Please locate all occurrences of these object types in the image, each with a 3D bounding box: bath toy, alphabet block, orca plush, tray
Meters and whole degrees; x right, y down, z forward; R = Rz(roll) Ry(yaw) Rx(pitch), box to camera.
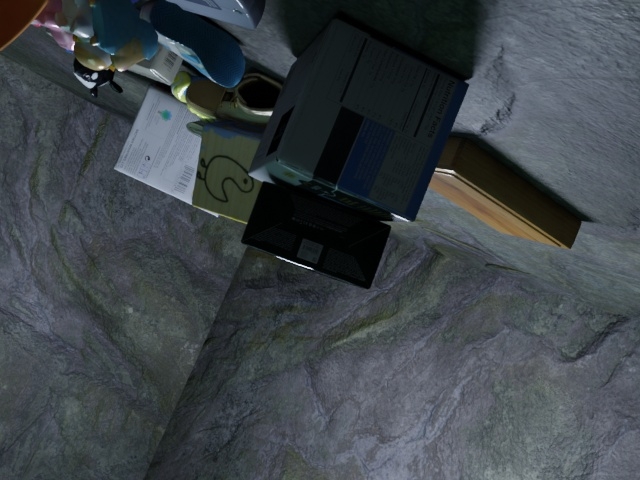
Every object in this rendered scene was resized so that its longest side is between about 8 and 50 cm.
[{"bbox_3d":[-0.446,-0.405,1.393,0.348,0.152,0.129,28,-150,33],"label":"bath toy"},{"bbox_3d":[-0.163,-0.163,1.799,0.192,0.197,0.193,18,-162,22],"label":"alphabet block"},{"bbox_3d":[-0.588,-0.465,2.139,0.102,0.151,0.287,-8,171,3],"label":"orca plush"},{"bbox_3d":[0.346,-0.101,1.618,0.410,0.076,0.202,28,175,-36],"label":"tray"}]

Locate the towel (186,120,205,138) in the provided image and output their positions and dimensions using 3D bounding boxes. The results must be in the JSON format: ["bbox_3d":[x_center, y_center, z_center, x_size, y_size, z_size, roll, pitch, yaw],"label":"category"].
[{"bbox_3d":[-0.206,-0.279,2.054,0.209,0.034,0.285,23,-161,14],"label":"towel"}]

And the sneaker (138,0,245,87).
[{"bbox_3d":[-0.233,-0.370,1.433,0.228,0.087,0.092,36,176,-39],"label":"sneaker"}]

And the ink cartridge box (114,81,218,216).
[{"bbox_3d":[-0.361,-0.251,2.252,0.395,0.270,0.151,25,-166,-9],"label":"ink cartridge box"}]

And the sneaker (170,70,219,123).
[{"bbox_3d":[-0.258,-0.339,1.905,0.126,0.091,0.240,14,177,30],"label":"sneaker"}]

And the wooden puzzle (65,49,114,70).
[{"bbox_3d":[-0.472,-0.378,1.590,0.116,0.014,0.078,24,174,-7],"label":"wooden puzzle"}]

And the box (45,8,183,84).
[{"bbox_3d":[-0.414,-0.420,1.581,0.275,0.113,0.094,24,178,19],"label":"box"}]

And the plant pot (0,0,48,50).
[{"bbox_3d":[-0.553,-0.434,1.157,0.203,0.291,0.291,40,176,-2],"label":"plant pot"}]

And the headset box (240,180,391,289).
[{"bbox_3d":[0.000,0.000,1.330,0.218,0.110,0.293,20,178,5],"label":"headset box"}]

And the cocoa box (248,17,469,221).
[{"bbox_3d":[0.044,-0.172,1.251,0.227,0.232,0.347,23,177,-12],"label":"cocoa box"}]

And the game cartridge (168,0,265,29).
[{"bbox_3d":[-0.198,-0.393,1.060,0.198,0.062,0.297,18,174,23],"label":"game cartridge"}]

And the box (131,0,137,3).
[{"bbox_3d":[-0.375,-0.461,1.338,0.136,0.037,0.225,26,177,-29],"label":"box"}]

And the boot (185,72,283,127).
[{"bbox_3d":[-0.181,-0.312,1.683,0.261,0.095,0.203,17,177,2],"label":"boot"}]
